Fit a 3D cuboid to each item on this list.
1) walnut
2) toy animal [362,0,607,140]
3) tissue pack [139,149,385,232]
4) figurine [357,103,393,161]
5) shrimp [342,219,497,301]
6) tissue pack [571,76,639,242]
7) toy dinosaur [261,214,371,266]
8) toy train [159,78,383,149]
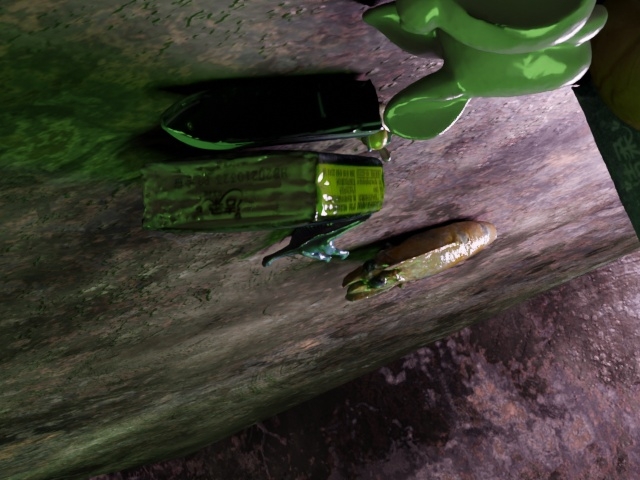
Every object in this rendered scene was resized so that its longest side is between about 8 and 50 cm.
[{"bbox_3d":[0.340,-0.184,1.189,0.167,0.167,0.207,-25,168,17],"label":"walnut"},{"bbox_3d":[0.128,-0.174,0.959,0.178,0.127,0.193,-16,168,-12],"label":"toy animal"},{"bbox_3d":[-0.048,-0.046,1.183,0.173,0.073,0.235,-4,-179,18],"label":"tissue pack"},{"bbox_3d":[0.056,-0.112,1.274,0.047,0.050,0.083,-29,166,10],"label":"figurine"},{"bbox_3d":[0.150,0.034,1.985,0.317,0.077,0.168,-17,170,-32],"label":"shrimp"},{"bbox_3d":[0.462,-0.147,1.384,0.315,0.228,0.103,-30,160,35],"label":"tissue pack"},{"bbox_3d":[0.000,0.000,1.657,0.197,0.045,0.080,-26,157,35],"label":"toy dinosaur"},{"bbox_3d":[-0.049,-0.111,1.107,0.252,0.055,0.048,-9,177,-42],"label":"toy train"}]
